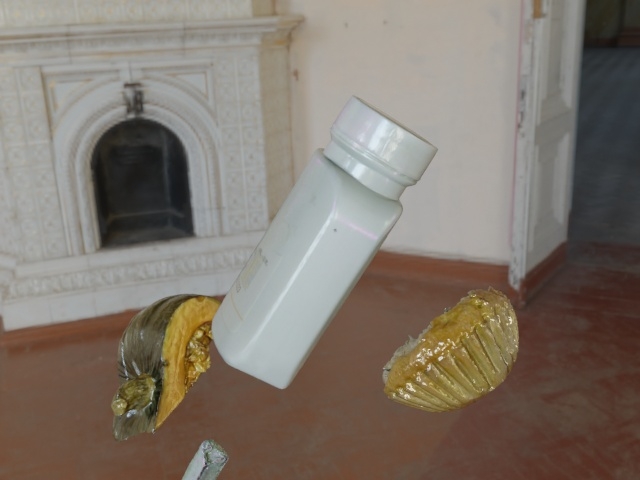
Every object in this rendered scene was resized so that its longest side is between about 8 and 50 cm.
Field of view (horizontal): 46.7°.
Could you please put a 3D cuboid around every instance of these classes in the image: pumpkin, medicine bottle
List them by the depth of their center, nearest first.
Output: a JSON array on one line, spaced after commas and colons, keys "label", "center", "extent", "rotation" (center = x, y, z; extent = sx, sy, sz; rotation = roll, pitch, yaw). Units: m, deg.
[{"label": "medicine bottle", "center": [0.000, 0.000, 0.785], "extent": [0.111, 0.296, 0.161], "rotation": [27, 12, -17]}, {"label": "pumpkin", "center": [-0.253, 0.178, 1.147], "extent": [0.131, 0.126, 0.248], "rotation": [-7, 38, 42]}]

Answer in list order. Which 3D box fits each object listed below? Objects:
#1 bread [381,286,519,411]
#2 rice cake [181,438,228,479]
[{"label": "bread", "center": [0.224, 0.193, 1.237], "extent": [0.149, 0.274, 0.274], "rotation": [50, 39, 11]}, {"label": "rice cake", "center": [-0.167, 0.331, 0.905], "extent": [0.033, 0.208, 0.033], "rotation": [10, 22, -46]}]
